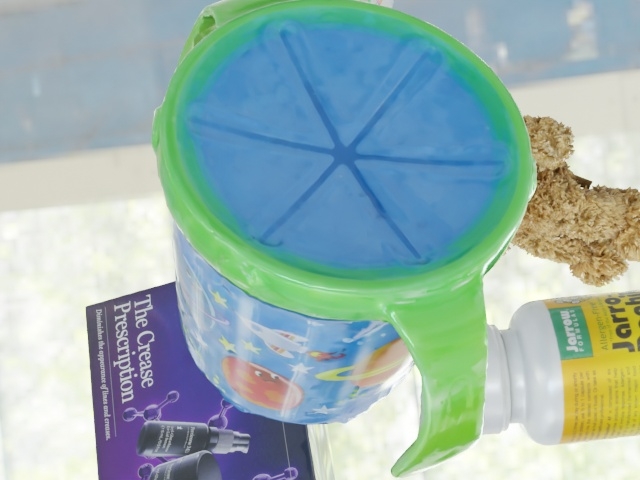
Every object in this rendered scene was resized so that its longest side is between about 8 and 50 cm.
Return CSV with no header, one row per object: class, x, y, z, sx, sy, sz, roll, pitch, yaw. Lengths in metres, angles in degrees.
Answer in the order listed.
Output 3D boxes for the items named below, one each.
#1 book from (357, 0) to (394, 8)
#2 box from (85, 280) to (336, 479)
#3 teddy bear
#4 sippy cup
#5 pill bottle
book,0.033,-0.247,1.812,0.035,0.096,0.144,-16,-164,11
box,-0.090,0.159,1.636,0.184,0.261,0.103,-15,142,5
teddy bear,0.220,-0.047,2.167,0.338,0.113,0.245,37,153,-26
sippy cup,0.000,0.000,1.269,0.240,0.305,0.224,12,144,-3
pill bottle,0.215,0.100,1.538,0.208,0.118,0.117,-5,179,-4
